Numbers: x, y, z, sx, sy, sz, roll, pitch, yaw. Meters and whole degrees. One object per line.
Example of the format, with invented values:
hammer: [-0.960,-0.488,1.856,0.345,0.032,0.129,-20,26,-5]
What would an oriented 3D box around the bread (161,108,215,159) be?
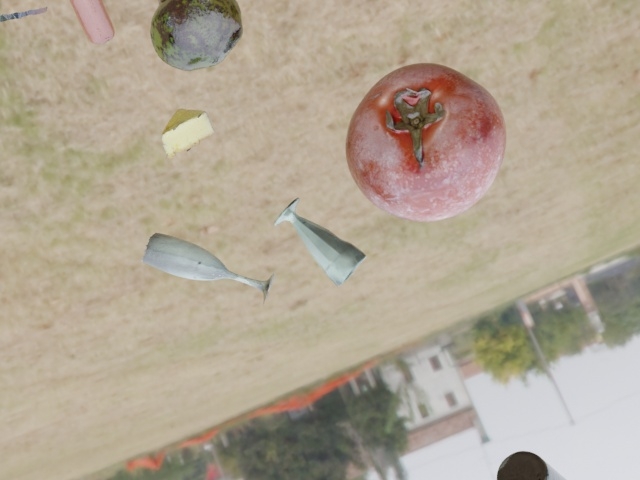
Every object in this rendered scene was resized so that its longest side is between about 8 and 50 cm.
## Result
bread: [-0.301,-0.237,1.870,0.080,0.109,0.084,11,143,18]

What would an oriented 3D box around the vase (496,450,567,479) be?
vase: [0.266,0.300,0.950,0.060,0.060,0.211,-27,137,19]

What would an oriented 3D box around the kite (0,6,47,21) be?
kite: [-0.444,-0.331,1.116,0.016,0.127,0.229,10,-154,21]

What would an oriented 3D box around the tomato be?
tomato: [0.178,-0.157,1.419,0.270,0.270,0.227,-24,152,6]

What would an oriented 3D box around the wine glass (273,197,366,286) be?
wine glass: [0.000,0.000,1.396,0.073,0.155,0.073,-45,176,-4]

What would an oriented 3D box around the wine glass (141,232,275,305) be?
wine glass: [-0.170,0.041,1.282,0.198,0.066,0.066,19,165,-1]

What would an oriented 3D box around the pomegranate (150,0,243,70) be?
pomegranate: [-0.174,-0.316,1.158,0.126,0.163,0.138,-5,176,-22]

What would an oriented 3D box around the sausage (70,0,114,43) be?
sausage: [-0.480,-0.483,1.738,0.062,0.062,0.154,-22,133,-6]
